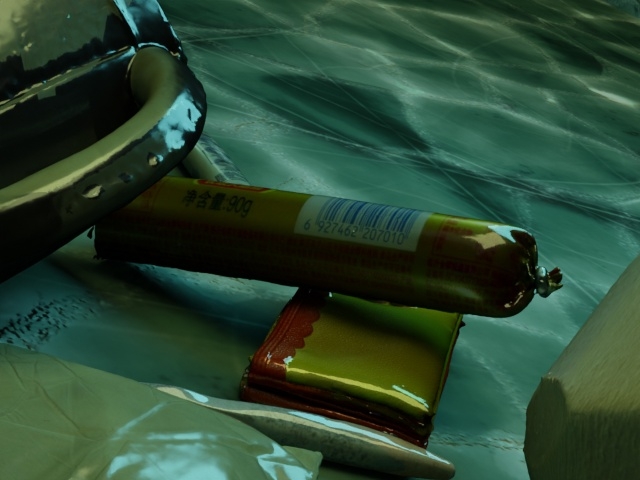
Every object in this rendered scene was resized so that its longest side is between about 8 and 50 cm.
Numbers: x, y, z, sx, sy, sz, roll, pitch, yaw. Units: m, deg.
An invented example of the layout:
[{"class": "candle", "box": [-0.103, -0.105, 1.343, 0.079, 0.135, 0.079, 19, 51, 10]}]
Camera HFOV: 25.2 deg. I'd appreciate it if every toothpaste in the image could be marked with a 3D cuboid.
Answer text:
[{"class": "toothpaste", "box": [-0.104, -0.070, 1.364, 0.062, 0.039, 0.239, 13, 18, -25]}]

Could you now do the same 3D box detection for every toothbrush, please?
[{"class": "toothbrush", "box": [-0.090, 0.108, 0.928, 0.375, 0.028, 0.037, 14, 26, -9]}]

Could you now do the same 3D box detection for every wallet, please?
[{"class": "wallet", "box": [0.034, 0.073, 1.071, 0.141, 0.067, 0.241, 18, 21, 6]}]

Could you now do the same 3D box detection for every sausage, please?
[{"class": "sausage", "box": [0.000, 0.000, 1.066, 0.372, 0.082, 0.082, 8, 16, 22]}]

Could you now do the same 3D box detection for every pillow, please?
[{"class": "pillow", "box": [-0.143, 0.137, 0.740, 0.281, 0.076, 0.274, 17, 22, 0]}]

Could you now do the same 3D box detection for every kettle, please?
[{"class": "kettle", "box": [-0.235, -0.054, 0.913, 0.321, 0.228, 0.324, 11, 34, 33]}]

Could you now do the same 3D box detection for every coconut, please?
[{"class": "coconut", "box": [0.242, 0.131, 0.850, 0.237, 0.266, 0.237, 34, -12, 8]}]
